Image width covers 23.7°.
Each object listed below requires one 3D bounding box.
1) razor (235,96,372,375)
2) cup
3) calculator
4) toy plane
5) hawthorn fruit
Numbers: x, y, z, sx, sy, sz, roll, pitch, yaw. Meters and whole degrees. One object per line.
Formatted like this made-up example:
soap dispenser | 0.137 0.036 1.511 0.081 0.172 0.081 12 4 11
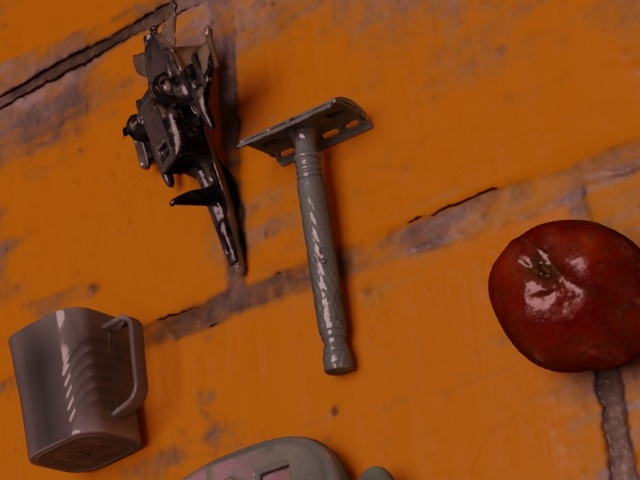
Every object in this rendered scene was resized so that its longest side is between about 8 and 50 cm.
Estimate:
razor | 0.000 0.000 1.294 0.106 0.068 0.232 -23 65 31
cup | -0.209 0.128 1.382 0.128 0.095 0.129 -26 61 25
calculator | -0.050 0.258 1.241 0.295 0.042 0.184 -23 60 33
toy plane | -0.124 -0.086 1.403 0.192 0.088 0.262 -48 48 50
hawthorn fruit | 0.183 0.039 1.094 0.128 0.128 0.128 -15 64 33
